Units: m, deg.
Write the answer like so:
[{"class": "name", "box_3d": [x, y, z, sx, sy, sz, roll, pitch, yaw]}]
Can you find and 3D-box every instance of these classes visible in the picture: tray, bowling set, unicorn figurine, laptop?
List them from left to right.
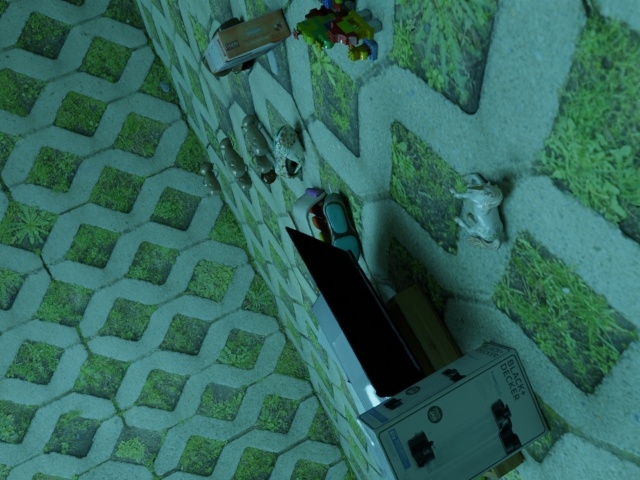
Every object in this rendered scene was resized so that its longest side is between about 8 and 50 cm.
[{"class": "bowling set", "box_3d": [-0.251, -0.261, 2.015, 0.200, 0.287, 0.154, 23, -144, -57]}, {"class": "laptop", "box_3d": [0.043, 0.220, 1.308, 0.382, 0.236, 0.408, 60, 144, 27]}, {"class": "tray", "box_3d": [0.268, 0.305, 1.324, 0.411, 0.076, 0.203, 60, 165, 12]}, {"class": "unicorn figurine", "box_3d": [0.232, -0.051, 0.877, 0.162, 0.060, 0.111, 53, 173, -31]}]

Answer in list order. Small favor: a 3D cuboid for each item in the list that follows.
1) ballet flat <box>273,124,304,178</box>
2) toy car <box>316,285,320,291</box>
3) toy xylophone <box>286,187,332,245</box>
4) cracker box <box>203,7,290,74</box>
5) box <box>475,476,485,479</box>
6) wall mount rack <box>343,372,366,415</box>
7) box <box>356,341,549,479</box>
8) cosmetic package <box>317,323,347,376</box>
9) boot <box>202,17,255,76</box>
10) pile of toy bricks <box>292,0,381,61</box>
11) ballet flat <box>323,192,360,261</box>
[{"class": "ballet flat", "box_3d": [-0.081, -0.238, 1.655, 0.077, 0.091, 0.241, 31, 165, 6]}, {"class": "toy car", "box_3d": [0.002, 0.115, 1.996, 0.040, 0.060, 0.122, 1, 129, 39]}, {"class": "toy xylophone", "box_3d": [0.000, 0.000, 1.734, 0.236, 0.081, 0.323, 38, 151, 60]}, {"class": "cracker box", "box_3d": [-0.178, -0.460, 1.413, 0.067, 0.155, 0.232, 67, 166, -13]}, {"class": "box", "box_3d": [0.345, 0.519, 1.478, 0.109, 0.042, 0.178, 39, 151, 58]}, {"class": "wall mount rack", "box_3d": [0.154, 0.466, 1.852, 0.304, 0.130, 0.350, 7, 123, 58]}, {"class": "box", "box_3d": [0.228, 0.316, 1.038, 0.169, 0.290, 0.087, 67, 164, -5]}, {"class": "cosmetic package", "box_3d": [0.096, 0.256, 1.657, 0.151, 0.151, 0.184, 49, 160, 22]}, {"class": "boot", "box_3d": [-0.260, -0.517, 1.739, 0.115, 0.112, 0.305, 54, 165, -6]}, {"class": "pile of toy bricks", "box_3d": [0.005, -0.364, 1.024, 0.212, 0.105, 0.118, 56, 164, 31]}, {"class": "ballet flat", "box_3d": [0.058, -0.027, 1.548, 0.068, 0.072, 0.213, -87, -17, -57]}]
